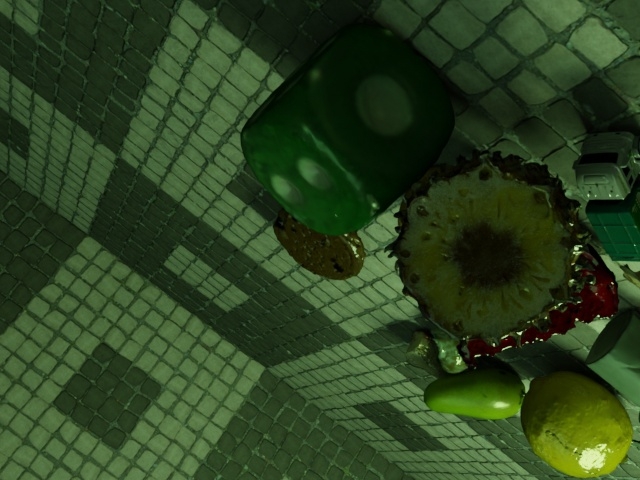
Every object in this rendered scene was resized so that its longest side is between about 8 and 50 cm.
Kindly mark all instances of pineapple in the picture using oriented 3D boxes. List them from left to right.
[{"bbox_3d":[0.303,0.013,1.362,0.353,0.352,0.300,24,-167,20],"label":"pineapple"}]

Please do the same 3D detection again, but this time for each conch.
[{"bbox_3d":[0.378,0.313,2.224,0.173,0.106,0.116,58,177,-6],"label":"conch"}]

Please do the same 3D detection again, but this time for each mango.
[{"bbox_3d":[0.440,0.441,2.250,0.293,0.142,0.175,-5,155,16],"label":"mango"}]

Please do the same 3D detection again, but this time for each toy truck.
[{"bbox_3d":[0.523,-0.066,1.345,0.114,0.124,0.253,1,141,46],"label":"toy truck"}]

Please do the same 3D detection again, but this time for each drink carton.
[{"bbox_3d":[0.687,0.272,1.681,0.190,0.185,0.191,35,157,5],"label":"drink carton"}]

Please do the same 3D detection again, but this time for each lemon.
[{"bbox_3d":[0.645,0.465,1.994,0.284,0.260,0.260,34,156,-16],"label":"lemon"}]

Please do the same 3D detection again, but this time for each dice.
[{"bbox_3d":[0.046,-0.204,1.472,0.287,0.297,0.300,43,155,-14],"label":"dice"}]

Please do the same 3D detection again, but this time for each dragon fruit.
[{"bbox_3d":[0.407,0.073,1.580,0.100,0.344,0.282,-98,-9,-76],"label":"dragon fruit"}]

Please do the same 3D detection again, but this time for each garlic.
[{"bbox_3d":[0.638,0.064,1.454,0.124,0.099,0.174,47,-171,28],"label":"garlic"}]

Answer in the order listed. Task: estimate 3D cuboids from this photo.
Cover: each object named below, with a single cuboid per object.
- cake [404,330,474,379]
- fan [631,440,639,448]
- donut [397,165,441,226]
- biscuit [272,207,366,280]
[{"bbox_3d":[0.350,0.368,2.372,0.220,0.086,0.117,39,159,-14],"label":"cake"},{"bbox_3d":[0.937,0.576,2.114,0.335,0.011,0.229,12,148,36],"label":"fan"},{"bbox_3d":[0.298,-0.024,1.708,0.303,0.110,0.303,26,154,14],"label":"donut"},{"bbox_3d":[0.001,-0.001,2.148,0.296,0.075,0.296,29,150,18],"label":"biscuit"}]
